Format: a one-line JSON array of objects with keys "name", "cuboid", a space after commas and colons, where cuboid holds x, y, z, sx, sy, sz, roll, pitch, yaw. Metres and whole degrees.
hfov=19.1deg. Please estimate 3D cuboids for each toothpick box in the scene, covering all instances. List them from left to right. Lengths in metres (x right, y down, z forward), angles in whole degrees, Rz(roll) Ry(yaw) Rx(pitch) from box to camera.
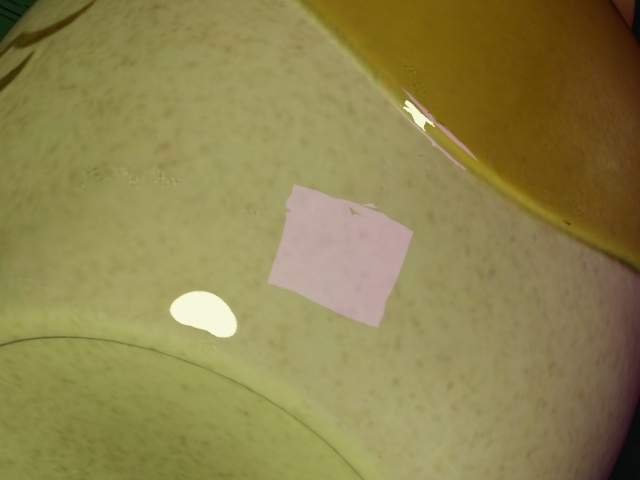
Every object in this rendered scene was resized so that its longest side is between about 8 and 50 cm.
[{"name": "toothpick box", "cuboid": [0.000, 0.000, 1.052, 0.409, 0.409, 0.425, 33, 48, -8]}]
